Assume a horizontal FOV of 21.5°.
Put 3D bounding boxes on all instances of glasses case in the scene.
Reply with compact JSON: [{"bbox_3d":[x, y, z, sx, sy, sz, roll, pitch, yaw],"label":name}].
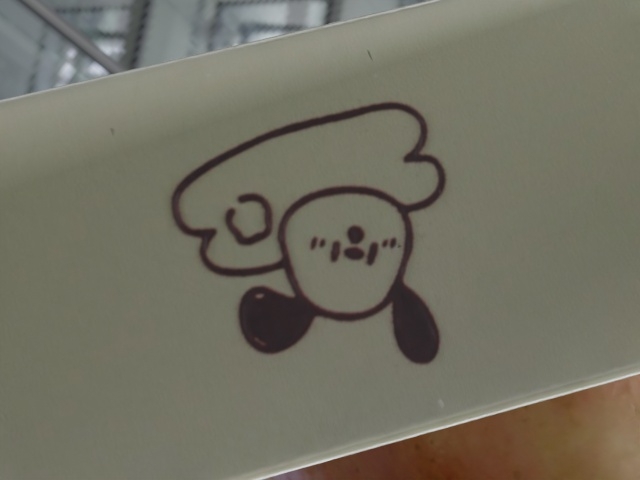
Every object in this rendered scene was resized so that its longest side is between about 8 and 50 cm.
[{"bbox_3d":[0.000,0.000,0.534,0.313,0.070,0.131,-14,-89,-9],"label":"glasses case"}]

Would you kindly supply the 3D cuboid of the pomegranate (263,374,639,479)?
[{"bbox_3d":[0.074,0.053,0.738,0.229,0.252,0.270,-33,-95,-15],"label":"pomegranate"}]
